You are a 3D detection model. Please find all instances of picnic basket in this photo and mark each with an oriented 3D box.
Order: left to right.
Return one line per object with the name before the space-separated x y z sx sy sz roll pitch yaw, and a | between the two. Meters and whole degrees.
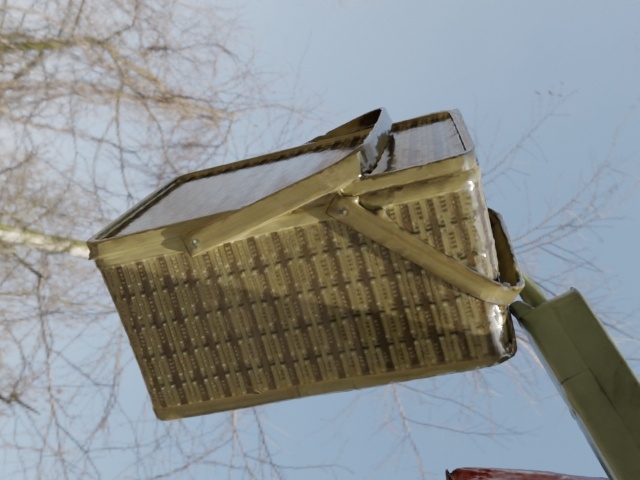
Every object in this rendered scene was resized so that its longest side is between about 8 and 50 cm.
picnic basket | 0.000 0.000 0.583 0.313 0.228 0.175 -12 -73 13

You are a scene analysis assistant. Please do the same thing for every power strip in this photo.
power strip | 0.212 0.130 0.489 0.053 0.093 0.288 -30 -122 10

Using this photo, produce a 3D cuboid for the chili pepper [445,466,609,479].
chili pepper | 0.270 0.326 0.755 0.144 0.252 0.136 -83 169 -80
